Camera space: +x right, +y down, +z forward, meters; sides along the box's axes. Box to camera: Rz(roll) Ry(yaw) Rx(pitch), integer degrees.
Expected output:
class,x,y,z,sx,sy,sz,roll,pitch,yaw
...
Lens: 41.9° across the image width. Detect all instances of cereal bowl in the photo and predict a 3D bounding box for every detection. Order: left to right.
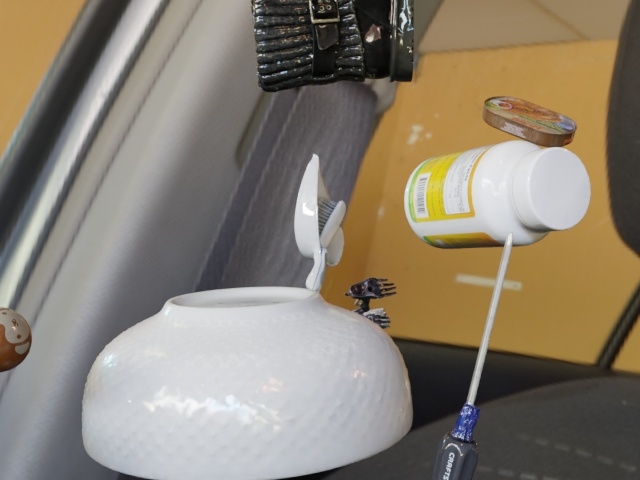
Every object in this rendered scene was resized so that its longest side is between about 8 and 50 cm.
class,x,y,z,sx,sy,sz,roll,pitch,yaw
cereal bowl,-0.076,0.127,0.870,0.339,0.141,0.339,-2,4,0

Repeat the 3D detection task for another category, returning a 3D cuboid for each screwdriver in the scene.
class,x,y,z,sx,sy,sz,roll,pitch,yaw
screwdriver,0.088,0.079,0.464,0.024,0.170,0.025,9,12,-31

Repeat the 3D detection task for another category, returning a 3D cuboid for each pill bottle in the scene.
class,x,y,z,sx,sy,sz,roll,pitch,yaw
pill bottle,0.231,-0.058,1.108,0.136,0.136,0.246,15,-9,-26

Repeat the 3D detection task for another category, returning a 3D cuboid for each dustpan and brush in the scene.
class,x,y,z,sx,sy,sz,roll,pitch,yaw
dustpan and brush,0.000,0.000,1.138,0.060,0.211,0.147,4,-43,24

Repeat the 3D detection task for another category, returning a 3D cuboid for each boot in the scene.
class,x,y,z,sx,sy,sz,roll,pitch,yaw
boot,0.017,-0.409,1.333,0.260,0.348,0.131,0,-8,3

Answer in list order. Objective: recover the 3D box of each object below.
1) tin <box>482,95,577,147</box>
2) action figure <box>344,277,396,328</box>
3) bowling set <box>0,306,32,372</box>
class,x,y,z,sx,sy,sz,roll,pitch,yaw
tin,0.400,-0.230,1.615,0.190,0.040,0.106,30,36,33
action figure,0.062,0.184,1.534,0.141,0.164,0.275,11,-32,-13
bowling set,-0.343,0.085,0.637,0.287,0.200,0.154,51,-11,23
